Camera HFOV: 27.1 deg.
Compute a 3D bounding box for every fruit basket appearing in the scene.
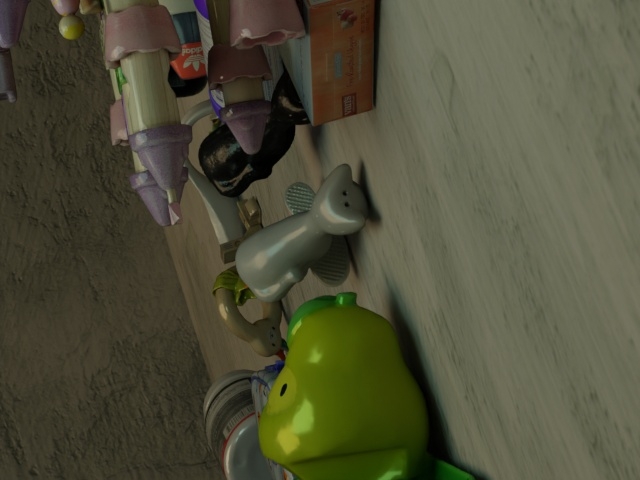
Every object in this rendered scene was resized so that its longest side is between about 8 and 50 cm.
[{"bbox_3d":[0.016,0.259,1.353,0.392,0.283,0.392,54,169,15],"label":"fruit basket"}]

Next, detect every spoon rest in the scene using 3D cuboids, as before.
[{"bbox_3d":[-0.185,-0.093,2.218,0.137,0.084,0.276,-134,31,-68],"label":"spoon rest"}]

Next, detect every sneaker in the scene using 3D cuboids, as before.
[{"bbox_3d":[-0.238,-0.293,2.077,0.350,0.131,0.148,-169,69,-77],"label":"sneaker"},{"bbox_3d":[0.000,0.000,1.552,0.070,0.051,0.134,70,175,-70],"label":"sneaker"}]

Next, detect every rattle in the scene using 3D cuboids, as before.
[{"bbox_3d":[-0.062,0.112,2.038,0.199,0.143,0.130,60,-159,-1],"label":"rattle"}]

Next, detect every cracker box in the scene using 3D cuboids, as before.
[{"bbox_3d":[-0.017,-0.245,1.248,0.155,0.067,0.232,89,163,-54],"label":"cracker box"}]

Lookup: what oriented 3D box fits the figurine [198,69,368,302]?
[{"bbox_3d":[-0.030,-0.066,1.434,0.209,0.092,0.215,-41,64,51],"label":"figurine"}]

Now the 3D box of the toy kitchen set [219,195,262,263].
[{"bbox_3d":[-0.130,-0.024,2.062,0.068,0.075,0.083,94,154,-56],"label":"toy kitchen set"}]

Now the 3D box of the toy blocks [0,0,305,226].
[{"bbox_3d":[-0.179,-0.133,1.217,0.288,0.309,0.260,164,97,-80],"label":"toy blocks"}]

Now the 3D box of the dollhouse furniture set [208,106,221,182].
[{"bbox_3d":[-0.143,-0.166,2.073,0.076,0.059,0.151,99,173,-81],"label":"dollhouse furniture set"}]

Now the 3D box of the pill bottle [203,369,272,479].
[{"bbox_3d":[-0.102,0.315,2.166,0.283,0.161,0.161,-144,40,-73],"label":"pill bottle"}]

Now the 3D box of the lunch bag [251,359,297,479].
[{"bbox_3d":[-0.020,0.278,1.856,0.303,0.115,0.243,166,91,-79],"label":"lunch bag"}]

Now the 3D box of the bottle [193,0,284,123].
[{"bbox_3d":[-0.100,-0.272,1.542,0.118,0.092,0.283,-119,18,-54],"label":"bottle"}]
